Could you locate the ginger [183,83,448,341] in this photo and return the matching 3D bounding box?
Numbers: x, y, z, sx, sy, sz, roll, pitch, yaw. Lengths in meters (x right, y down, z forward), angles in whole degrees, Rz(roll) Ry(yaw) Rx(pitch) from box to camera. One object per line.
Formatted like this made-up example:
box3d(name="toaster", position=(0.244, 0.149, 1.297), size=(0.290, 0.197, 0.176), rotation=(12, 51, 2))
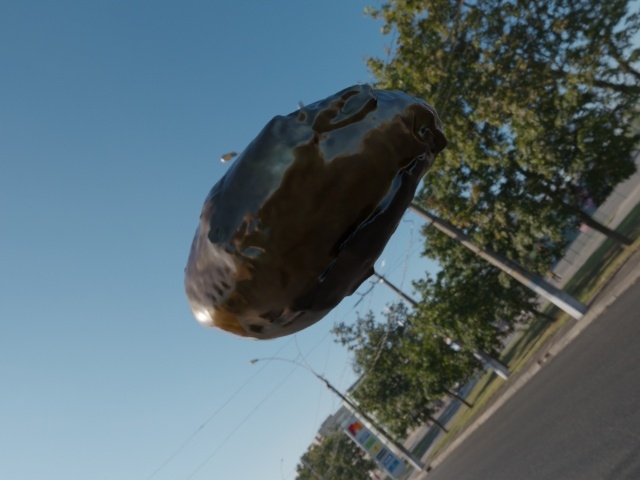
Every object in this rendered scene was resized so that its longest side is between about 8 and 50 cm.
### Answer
box3d(name="ginger", position=(-0.002, -0.036, 0.446), size=(0.321, 0.165, 0.172), rotation=(-43, -22, -4))
